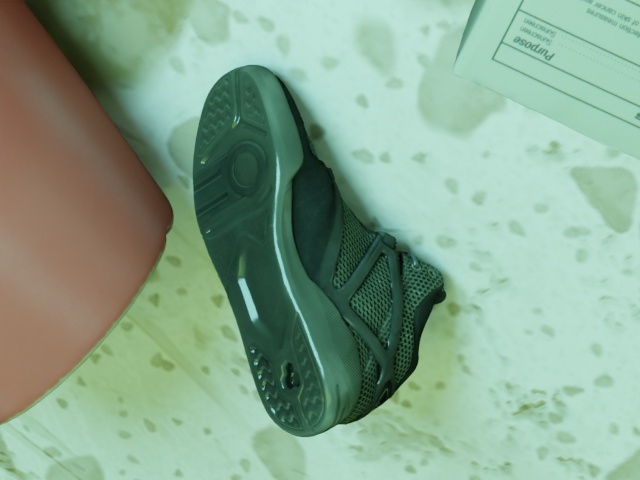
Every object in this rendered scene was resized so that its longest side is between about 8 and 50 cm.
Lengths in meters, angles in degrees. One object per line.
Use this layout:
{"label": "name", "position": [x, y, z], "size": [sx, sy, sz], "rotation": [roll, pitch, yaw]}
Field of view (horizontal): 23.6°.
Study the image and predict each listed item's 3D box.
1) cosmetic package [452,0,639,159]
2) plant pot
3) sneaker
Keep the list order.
{"label": "cosmetic package", "position": [0.197, -0.188, 0.692], "size": [0.160, 0.113, 0.309], "rotation": [25, 126, -3]}
{"label": "plant pot", "position": [-0.241, -0.032, 0.945], "size": [0.275, 0.275, 0.243], "rotation": [-30, 116, 37]}
{"label": "sneaker", "position": [0.000, 0.000, 0.960], "size": [0.087, 0.130, 0.227], "rotation": [-25, 80, 40]}
